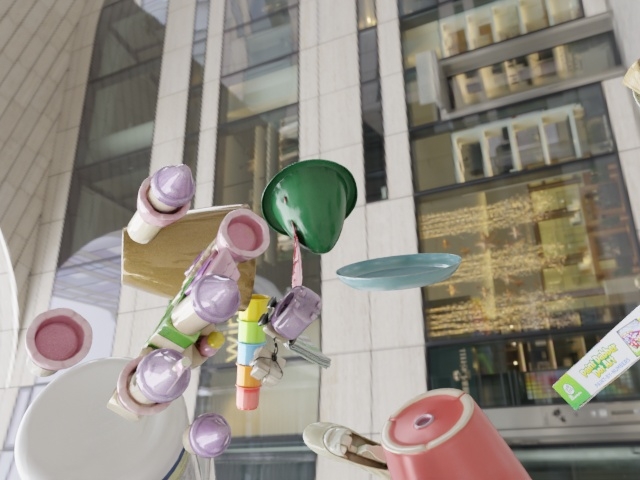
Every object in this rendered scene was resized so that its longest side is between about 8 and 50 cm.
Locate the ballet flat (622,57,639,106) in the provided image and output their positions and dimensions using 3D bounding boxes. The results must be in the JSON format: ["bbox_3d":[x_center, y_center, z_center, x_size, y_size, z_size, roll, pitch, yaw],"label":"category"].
[{"bbox_3d":[0.689,-0.260,1.140,0.080,0.073,0.232,-15,-117,-29],"label":"ballet flat"}]

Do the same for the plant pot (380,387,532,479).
[{"bbox_3d":[0.251,0.441,1.116,0.243,0.275,0.275,62,-154,-10],"label":"plant pot"}]

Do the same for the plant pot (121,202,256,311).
[{"bbox_3d":[-0.286,0.035,1.224,0.237,0.254,0.237,-179,90,-71],"label":"plant pot"}]

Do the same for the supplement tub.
[{"bbox_3d":[-0.312,0.365,0.914,0.235,0.235,0.325,-75,-9,-46],"label":"supplement tub"}]

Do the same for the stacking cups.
[{"bbox_3d":[-0.188,0.313,1.619,0.096,0.096,0.316,-4,-85,-67],"label":"stacking cups"}]

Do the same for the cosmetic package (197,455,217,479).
[{"bbox_3d":[-0.305,0.573,1.118,0.365,0.197,0.155,-105,11,-65],"label":"cosmetic package"}]

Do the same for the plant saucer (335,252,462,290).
[{"bbox_3d":[0.197,0.080,1.464,0.317,0.318,0.043,-24,-72,-66],"label":"plant saucer"}]

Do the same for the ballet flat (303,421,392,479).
[{"bbox_3d":[0.081,0.470,1.316,0.086,0.248,0.086,20,-90,-84],"label":"ballet flat"}]

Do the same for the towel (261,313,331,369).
[{"bbox_3d":[-0.049,0.195,1.154,0.113,0.152,0.023,34,-90,-30],"label":"towel"}]

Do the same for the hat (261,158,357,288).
[{"bbox_3d":[0.000,0.000,0.963,0.208,0.173,0.183,84,173,-48],"label":"hat"}]

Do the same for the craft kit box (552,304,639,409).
[{"bbox_3d":[0.491,0.123,0.863,0.061,0.250,0.246,50,149,23],"label":"craft kit box"}]

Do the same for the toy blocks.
[{"bbox_3d":[-0.131,0.085,0.691,0.309,0.260,0.288,36,-126,-14],"label":"toy blocks"}]
